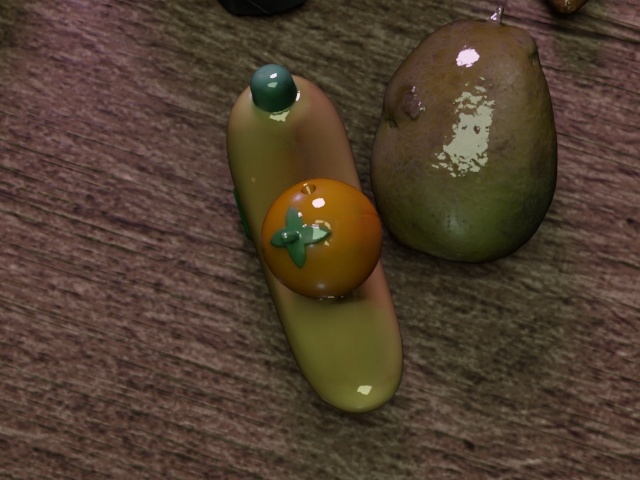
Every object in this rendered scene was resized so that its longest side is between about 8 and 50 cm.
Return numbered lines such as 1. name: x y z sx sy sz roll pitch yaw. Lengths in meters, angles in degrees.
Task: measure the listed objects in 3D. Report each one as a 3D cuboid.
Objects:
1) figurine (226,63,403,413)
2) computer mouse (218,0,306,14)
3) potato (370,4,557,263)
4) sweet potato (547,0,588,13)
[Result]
1. figurine: 0.000 0.000 1.293 0.124 0.222 0.325 -16 77 -5
2. computer mouse: -0.091 -0.304 1.443 0.192 0.062 0.106 38 80 7
3. potato: 0.143 -0.104 1.352 0.174 0.159 0.251 10 90 -23
4. sweet potato: 0.193 -0.391 1.443 0.114 0.092 0.341 -37 78 10
